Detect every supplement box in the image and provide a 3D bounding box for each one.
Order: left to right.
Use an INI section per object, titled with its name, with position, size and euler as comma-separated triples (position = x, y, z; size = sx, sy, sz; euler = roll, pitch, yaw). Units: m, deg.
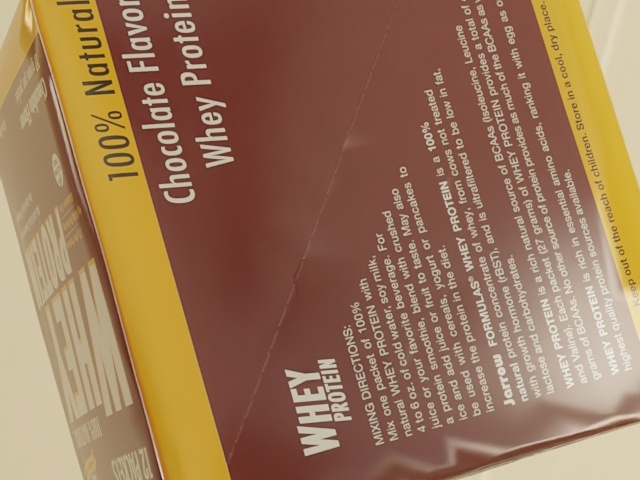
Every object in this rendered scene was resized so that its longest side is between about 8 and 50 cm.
[supplement box]
position = 0.000, 0.000, 0.579
size = 0.194, 0.129, 0.191
euler = -14, -97, -21
